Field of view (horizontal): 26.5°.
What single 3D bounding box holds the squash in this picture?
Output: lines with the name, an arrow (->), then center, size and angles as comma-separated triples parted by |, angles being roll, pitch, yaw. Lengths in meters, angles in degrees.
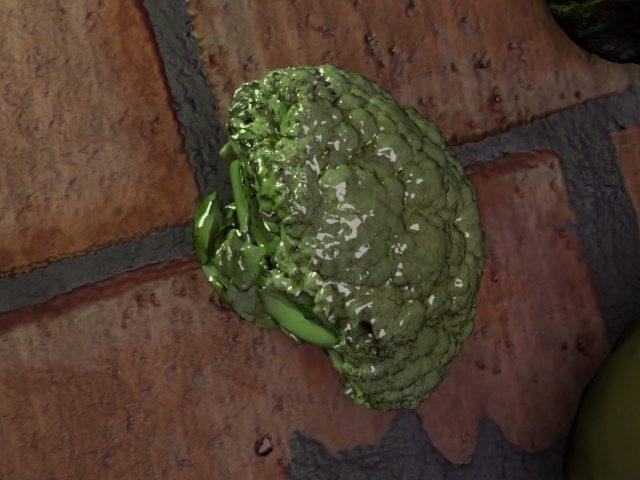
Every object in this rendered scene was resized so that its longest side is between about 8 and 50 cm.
squash -> 0.282, -0.244, 1.157 | 0.193, 0.156, 0.193 | 3, 109, 9

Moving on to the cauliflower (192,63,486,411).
cauliflower -> 0.000, 0.000, 1.105 | 0.250, 0.272, 0.275 | -13, 73, 26

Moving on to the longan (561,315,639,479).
longan -> 0.390, 0.190, 1.003 | 0.404, 0.436, 0.404 | 9, 72, -29
